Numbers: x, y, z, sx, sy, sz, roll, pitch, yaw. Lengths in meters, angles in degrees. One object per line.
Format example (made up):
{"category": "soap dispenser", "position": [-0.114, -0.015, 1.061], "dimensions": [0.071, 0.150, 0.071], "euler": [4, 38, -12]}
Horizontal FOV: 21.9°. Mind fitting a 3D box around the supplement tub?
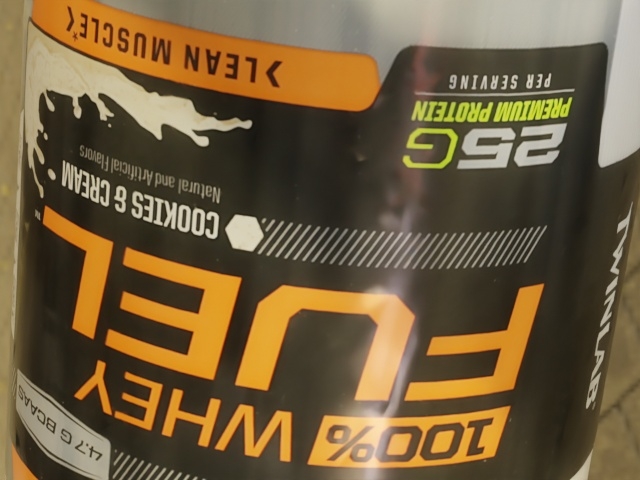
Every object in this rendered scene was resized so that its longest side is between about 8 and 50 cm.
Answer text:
{"category": "supplement tub", "position": [0.000, 0.000, 0.524], "dimensions": [0.193, 0.193, 0.316], "euler": [39, 128, 56]}
